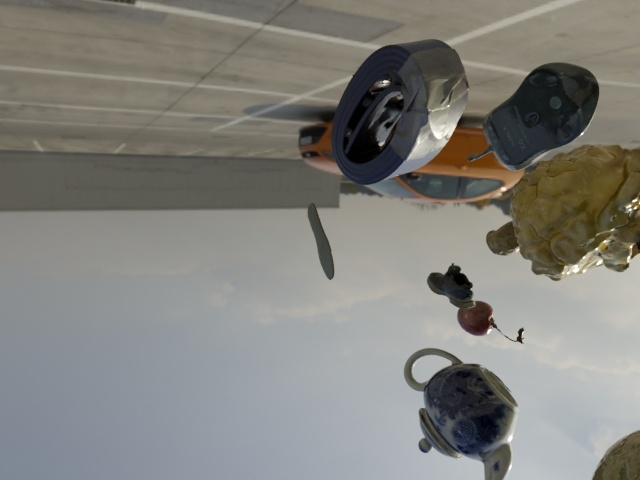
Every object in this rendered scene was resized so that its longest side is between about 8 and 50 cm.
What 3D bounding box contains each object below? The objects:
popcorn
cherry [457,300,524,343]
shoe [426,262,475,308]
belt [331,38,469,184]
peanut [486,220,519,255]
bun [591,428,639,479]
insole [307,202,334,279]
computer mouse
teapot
[{"bbox_3d":[0.296,-0.036,0.571,0.180,0.180,0.170,-4,-145,-35],"label":"popcorn"},{"bbox_3d":[0.500,0.236,1.528,0.225,0.107,0.090,6,162,46],"label":"cherry"},{"bbox_3d":[0.359,0.109,1.410,0.071,0.099,0.169,-11,-151,-26],"label":"shoe"},{"bbox_3d":[0.144,-0.244,1.048,0.117,0.212,0.347,-19,165,-29],"label":"belt"},{"bbox_3d":[0.523,-0.026,1.304,0.214,0.100,0.099,-19,-175,5],"label":"peanut"},{"bbox_3d":[0.609,0.498,0.841,0.326,0.234,0.362,-3,-139,-34],"label":"bun"},{"bbox_3d":[0.000,0.000,1.142,0.004,0.188,0.064,-4,151,-27],"label":"insole"},{"bbox_3d":[0.451,-0.252,1.127,0.090,0.167,0.379,-20,175,-25],"label":"computer mouse"},{"bbox_3d":[0.366,0.468,1.373,0.252,0.280,0.424,29,-159,-51],"label":"teapot"}]
